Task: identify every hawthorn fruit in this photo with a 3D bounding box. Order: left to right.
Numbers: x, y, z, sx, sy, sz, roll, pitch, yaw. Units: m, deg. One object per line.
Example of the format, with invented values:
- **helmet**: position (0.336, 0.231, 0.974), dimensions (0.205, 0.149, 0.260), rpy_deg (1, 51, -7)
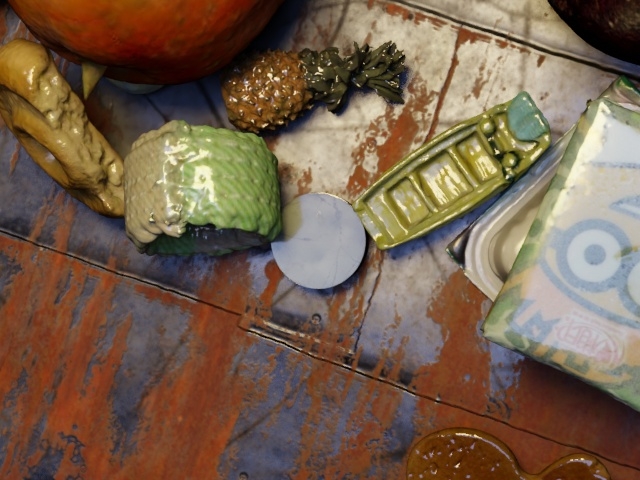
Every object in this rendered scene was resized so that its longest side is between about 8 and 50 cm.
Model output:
- **hawthorn fruit**: position (-0.218, -0.357, 1.142), dimensions (0.402, 0.403, 0.403), rpy_deg (0, 90, 10)

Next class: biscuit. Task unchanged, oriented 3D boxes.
- **biscuit**: position (-0.363, -0.147, 1.290), dimensions (0.091, 0.213, 0.274), rpy_deg (-46, 123, -19)
- **biscuit**: position (0.300, 0.405, 1.245), dimensions (0.432, 0.064, 0.283), rpy_deg (38, 105, 10)

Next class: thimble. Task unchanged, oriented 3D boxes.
- **thimble**: position (-0.160, -0.065, 1.249), dimensions (0.219, 0.219, 0.150), rpy_deg (-7, 79, 10)

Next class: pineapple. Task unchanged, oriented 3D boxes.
- **pineapple**: position (-0.006, -0.219, 1.280), dimensions (0.251, 0.125, 0.125), rpy_deg (-8, 89, 5)

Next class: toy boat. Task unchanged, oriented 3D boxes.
- **toy boat**: position (0.179, -0.089, 1.256), dimensions (0.276, 0.084, 0.111), rpy_deg (-34, 81, 15)

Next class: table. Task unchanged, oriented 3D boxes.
- **table**: position (0.000, 0.000, 1.311), dimensions (0.133, 0.043, 0.133), rpy_deg (0, 90, 10)

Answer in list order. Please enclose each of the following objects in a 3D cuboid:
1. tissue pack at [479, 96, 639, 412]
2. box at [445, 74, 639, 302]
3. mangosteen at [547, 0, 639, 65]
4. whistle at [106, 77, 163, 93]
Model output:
- **tissue pack**: position (0.352, 0.018, 1.100), dimensions (0.228, 0.128, 0.311), rpy_deg (26, 96, 9)
- **box**: position (0.365, -0.010, 1.213), dimensions (0.264, 0.106, 0.337), rpy_deg (45, 97, 8)
- **mangosteen**: position (0.448, -0.400, 1.095), dimensions (0.435, 0.382, 0.382), rpy_deg (-27, 84, -26)
- **whistle**: position (-0.216, -0.285, 1.341), dimensions (0.258, 0.067, 0.126), rpy_deg (-12, 85, 8)
